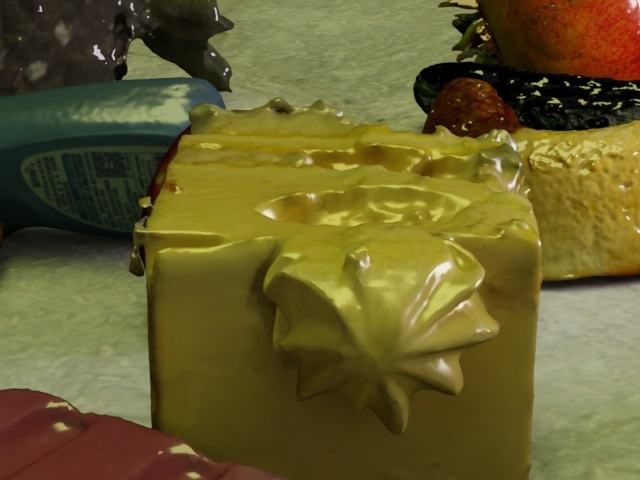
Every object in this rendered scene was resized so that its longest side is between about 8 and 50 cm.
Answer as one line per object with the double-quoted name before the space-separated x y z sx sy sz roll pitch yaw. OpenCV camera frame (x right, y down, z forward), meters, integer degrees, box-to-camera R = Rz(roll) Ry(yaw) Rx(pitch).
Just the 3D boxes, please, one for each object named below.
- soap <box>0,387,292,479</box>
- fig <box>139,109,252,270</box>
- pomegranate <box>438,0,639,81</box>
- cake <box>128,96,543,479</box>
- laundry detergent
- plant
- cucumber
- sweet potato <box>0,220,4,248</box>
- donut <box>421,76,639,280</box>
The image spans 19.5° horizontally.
"soap" -0.194 0.204 0.861 0.233 0.128 0.359 13 27 36
"fig" 0.000 0.000 1.353 0.257 0.159 0.159 18 24 -1
"pomegranate" 0.238 -0.222 1.748 0.235 0.210 0.210 -22 17 18
"cake" 0.011 0.066 1.042 0.223 0.227 0.286 0 23 5
"laundry detergent" -0.217 -0.063 1.487 0.290 0.143 0.094 1 55 7
"plant" -0.235 -0.215 1.762 0.312 0.213 0.215 -9 21 -10
"cucumber" 0.220 -0.116 1.656 0.304 0.081 0.072 4 -20 26
"sweet potato" -0.279 0.031 1.388 0.055 0.058 0.202 39 25 -13
"donut" 0.157 -0.049 1.451 0.295 0.112 0.151 15 26 40
